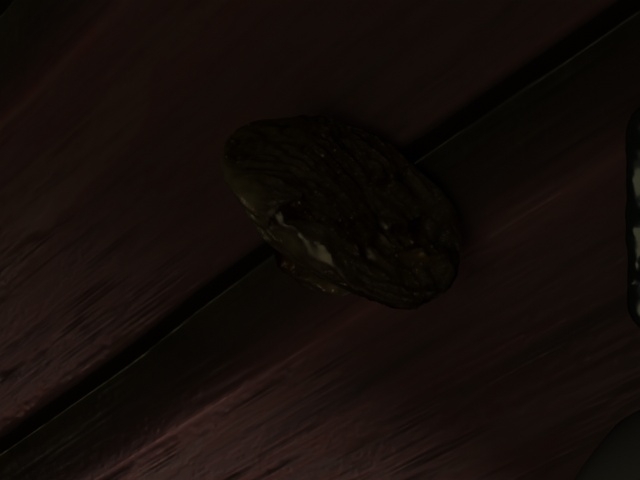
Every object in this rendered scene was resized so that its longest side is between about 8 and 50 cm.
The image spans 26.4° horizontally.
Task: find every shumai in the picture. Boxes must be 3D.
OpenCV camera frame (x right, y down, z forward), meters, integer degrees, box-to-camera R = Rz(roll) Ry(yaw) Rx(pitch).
[{"bbox_3d":[0.011,-0.002,0.772,0.139,0.123,0.105,15,125,14],"label":"shumai"}]

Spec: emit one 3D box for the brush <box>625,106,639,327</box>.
[{"bbox_3d":[0.242,-0.010,0.651,0.197,0.059,0.123,3,106,31],"label":"brush"}]

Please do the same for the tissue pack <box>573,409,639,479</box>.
[{"bbox_3d":[0.258,0.190,0.578,0.333,0.236,0.229,-17,119,36],"label":"tissue pack"}]
